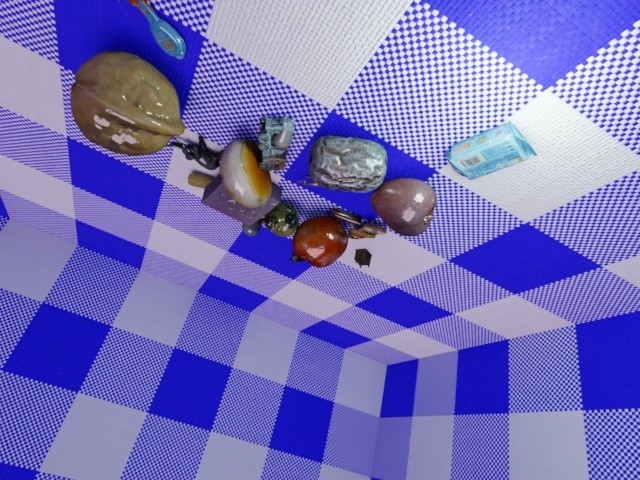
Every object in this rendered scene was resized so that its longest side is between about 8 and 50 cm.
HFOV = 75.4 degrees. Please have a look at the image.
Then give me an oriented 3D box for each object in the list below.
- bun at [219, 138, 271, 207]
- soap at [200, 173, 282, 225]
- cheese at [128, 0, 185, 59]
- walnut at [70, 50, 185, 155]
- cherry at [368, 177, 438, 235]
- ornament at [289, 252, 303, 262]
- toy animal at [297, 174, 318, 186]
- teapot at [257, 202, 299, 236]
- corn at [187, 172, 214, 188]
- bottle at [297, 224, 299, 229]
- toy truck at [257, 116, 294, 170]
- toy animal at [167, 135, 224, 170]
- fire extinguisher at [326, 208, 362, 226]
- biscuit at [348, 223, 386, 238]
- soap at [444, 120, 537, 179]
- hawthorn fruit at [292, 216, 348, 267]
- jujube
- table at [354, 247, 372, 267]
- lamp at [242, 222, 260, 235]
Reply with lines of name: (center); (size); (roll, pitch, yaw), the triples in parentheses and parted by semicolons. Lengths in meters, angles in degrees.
bun: (-0.332, -0.271, 1.747); (0.164, 0.299, 0.299); (-13, 142, 18)
soap: (-0.382, -0.219, 2.013); (0.296, 0.107, 0.285); (25, 141, -31)
cheese: (-0.540, -0.716, 1.376); (0.106, 0.037, 0.256); (-3, 144, 26)
walnut: (-0.715, -0.493, 1.534); (0.383, 0.384, 0.384); (11, 150, 7)
cherry: (0.355, -0.147, 1.749); (0.307, 0.221, 0.261); (20, 144, 18)
ornament: (-0.130, 0.097, 2.523); (0.081, 0.088, 0.203); (-1, 169, -21)
toy animal: (-0.016, -0.275, 1.846); (0.219, 0.069, 0.086); (-1, 156, 29)
teapot: (-0.219, -0.100, 2.091); (0.269, 0.173, 0.182); (2, -169, 34)
corn: (-0.582, -0.290, 2.076); (0.165, 0.063, 0.085); (17, 139, -9)
bottle: (-0.201, -0.082, 2.261); (0.164, 0.060, 0.060); (1, 147, 24)
toy truck: (-0.180, -0.396, 1.685); (0.140, 0.108, 0.257); (2, 147, -5)
toy animal: (-0.555, -0.402, 1.858); (0.269, 0.082, 0.137); (24, 148, -16)
fire extinguisher: (0.119, -0.119, 2.064); (0.177, 0.050, 0.062); (19, 159, -5)
biscuit: (0.226, -0.035, 2.125); (0.158, 0.035, 0.240); (13, 162, -26)
soap: (0.601, -0.315, 1.491); (0.156, 0.077, 0.293); (35, 145, -32)
hawthorn fruit: (0.000, 0.000, 2.113); (0.284, 0.285, 0.284); (11, 150, 7)
jujube: (0.106, -0.297, 1.623); (0.316, 0.226, 0.226); (8, 150, 2)
table: (0.239, 0.103, 2.345); (0.070, 0.082, 0.083); (-8, 143, 33)
lamp: (-0.386, -0.075, 2.311); (0.105, 0.105, 0.105); (11, 150, 7)
